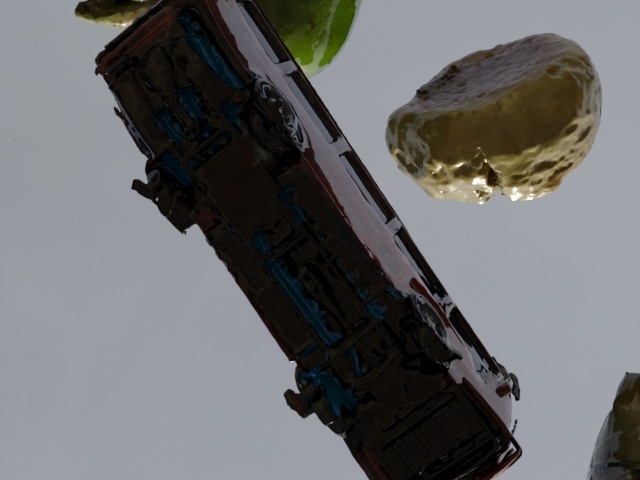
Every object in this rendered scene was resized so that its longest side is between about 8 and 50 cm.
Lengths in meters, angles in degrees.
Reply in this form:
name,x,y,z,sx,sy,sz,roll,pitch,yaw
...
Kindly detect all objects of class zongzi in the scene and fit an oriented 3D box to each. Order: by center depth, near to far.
name,x,y,z,sx,sy,sz,roll,pitch,yaw
zongzi,0.324,0.313,1.358,0.123,0.260,0.289,12,-125,14

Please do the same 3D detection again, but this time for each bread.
name,x,y,z,sx,sy,sz,roll,pitch,yaw
bread,0.188,-0.120,1.395,0.244,0.244,0.134,-29,-69,-9

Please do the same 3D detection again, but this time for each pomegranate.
name,x,y,z,sx,sy,sz,roll,pitch,yaw
pomegranate,-0.097,-0.245,1.215,0.301,0.236,0.236,-12,-81,-51

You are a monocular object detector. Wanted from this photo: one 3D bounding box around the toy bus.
name,x,y,z,sx,sy,sz,roll,pitch,yaw
toy bus,0.000,0.000,0.554,0.073,0.096,0.235,-34,-88,22
